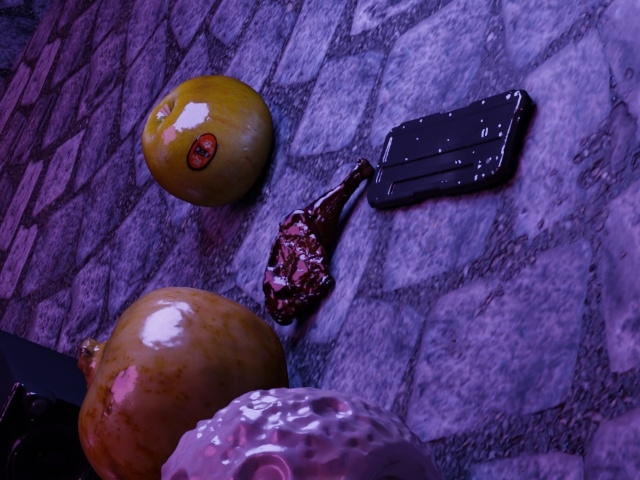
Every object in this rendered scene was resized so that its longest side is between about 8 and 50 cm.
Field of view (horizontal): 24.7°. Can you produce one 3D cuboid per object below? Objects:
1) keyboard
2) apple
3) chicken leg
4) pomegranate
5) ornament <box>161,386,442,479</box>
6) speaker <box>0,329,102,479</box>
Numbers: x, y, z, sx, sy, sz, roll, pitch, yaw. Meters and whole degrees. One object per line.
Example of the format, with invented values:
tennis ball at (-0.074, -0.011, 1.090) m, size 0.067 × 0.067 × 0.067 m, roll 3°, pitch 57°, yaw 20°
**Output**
keyboard at (0.127, -0.089, 1.501) m, size 0.262 × 0.016 × 0.106 m, roll -11°, pitch 57°, yaw 61°
apple at (-0.151, -0.133, 1.929) m, size 0.182 × 0.155 × 0.182 m, roll -48°, pitch 29°, yaw 38°
chicken leg at (-0.006, 0.000, 1.645) m, size 0.093 × 0.053 × 0.205 m, roll 11°, pitch 83°, yaw 41°
pomegranate at (-0.149, 0.164, 1.553) m, size 0.248 × 0.248 × 0.248 m, roll -45°, pitch 31°, yaw 37°
ornament at (-0.024, 0.245, 1.182) m, size 0.225 × 0.259 × 0.259 m, roll -9°, pitch 56°, yaw 35°
speaker at (-0.331, 0.250, 1.832) m, size 0.184 × 0.232 × 0.254 m, roll -64°, pitch 24°, yaw 5°
